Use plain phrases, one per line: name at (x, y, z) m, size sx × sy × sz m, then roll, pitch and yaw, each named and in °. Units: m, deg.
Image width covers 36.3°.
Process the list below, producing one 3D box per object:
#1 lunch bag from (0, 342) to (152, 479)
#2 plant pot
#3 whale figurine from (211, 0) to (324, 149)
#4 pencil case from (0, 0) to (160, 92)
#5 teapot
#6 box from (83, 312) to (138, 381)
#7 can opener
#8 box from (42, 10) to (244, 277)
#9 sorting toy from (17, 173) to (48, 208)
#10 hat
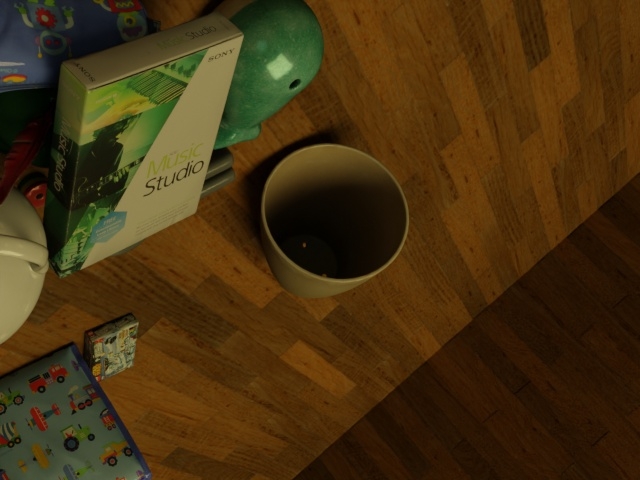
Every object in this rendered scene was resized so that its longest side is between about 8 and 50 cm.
lunch bag at (-0.437, 0.355, 1.626) m, size 0.221 × 0.293 × 0.138 m, roll -26°, pitch 149°, yaw -26°
plant pot at (0.000, 0.000, 1.766) m, size 0.256 × 0.256 × 0.274 m, roll -30°, pitch 167°, yaw -21°
whale figurine at (-0.088, -0.225, 1.394) m, size 0.216 × 0.141 × 0.272 m, roll -19°, pitch 146°, yaw -37°
pencil case at (-0.336, -0.221, 1.095) m, size 0.306 × 0.133 × 0.119 m, roll -13°, pitch 164°, yaw -42°
teapot at (-0.461, 0.018, 1.150) m, size 0.256 × 0.252 × 0.187 m, roll -45°, pitch 156°, yaw 9°
box at (-0.380, 0.197, 1.760) m, size 0.094 × 0.027 × 0.137 m, roll -24°, pitch 148°, yaw -34°
can opener at (-0.246, -0.053, 1.509) m, size 0.280 × 0.093 × 0.074 m, roll -34°, pitch 151°, yaw -25°
box at (-0.226, -0.114, 1.206) m, size 0.232 × 0.058 × 0.322 m, roll -31°, pitch 154°, yaw -38°
sorting toy at (-0.483, 0.017, 1.343) m, size 0.274 × 0.046 × 0.132 m, roll -49°, pitch 152°, yaw 15°
hat at (-0.319, -0.116, 1.207) m, size 0.208 × 0.183 × 0.173 m, roll -35°, pitch 151°, yaw -11°
